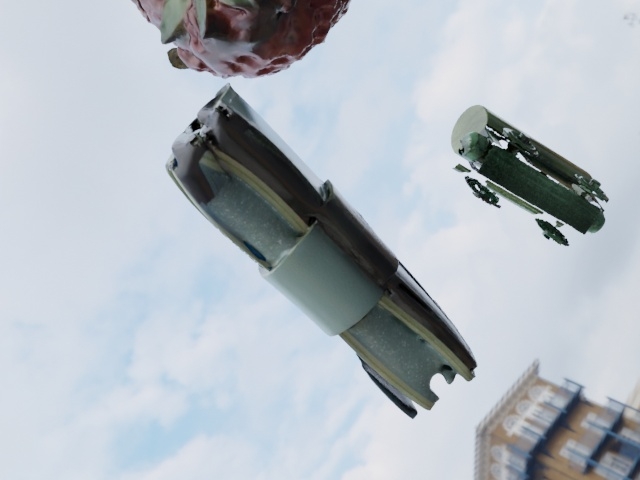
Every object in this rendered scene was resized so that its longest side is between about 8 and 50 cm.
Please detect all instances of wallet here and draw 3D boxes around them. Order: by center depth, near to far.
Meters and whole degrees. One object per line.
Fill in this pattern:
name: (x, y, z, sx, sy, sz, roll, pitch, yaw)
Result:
wallet: (0.000, 0.000, 0.520, 0.075, 0.176, 0.250, -42, -76, 7)

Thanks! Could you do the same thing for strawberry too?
strawberry: (-0.093, -0.333, 0.877, 0.310, 0.292, 0.291, 2, -72, -78)

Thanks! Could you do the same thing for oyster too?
oyster: (-0.238, -0.343, 1.323, 0.083, 0.019, 0.054, -15, -31, 0)

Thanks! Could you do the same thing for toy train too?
toy train: (0.336, -0.106, 1.199, 0.307, 0.189, 0.126, 25, -71, -23)
